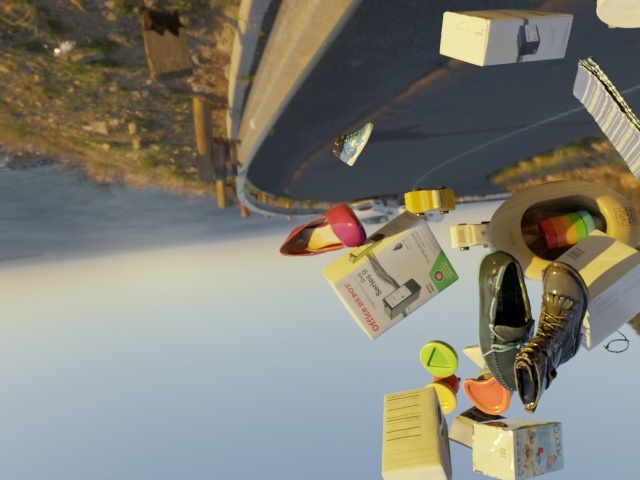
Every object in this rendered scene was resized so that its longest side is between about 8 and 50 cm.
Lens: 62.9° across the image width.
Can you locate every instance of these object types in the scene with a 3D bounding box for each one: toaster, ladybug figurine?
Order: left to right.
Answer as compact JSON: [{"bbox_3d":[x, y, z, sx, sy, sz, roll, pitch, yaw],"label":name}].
[{"bbox_3d":[0.576,0.684,1.878,0.185,0.110,0.168,14,-173,38],"label":"toaster"},{"bbox_3d":[0.708,-0.018,1.548,0.449,0.305,0.162,-8,162,0],"label":"ladybug figurine"}]

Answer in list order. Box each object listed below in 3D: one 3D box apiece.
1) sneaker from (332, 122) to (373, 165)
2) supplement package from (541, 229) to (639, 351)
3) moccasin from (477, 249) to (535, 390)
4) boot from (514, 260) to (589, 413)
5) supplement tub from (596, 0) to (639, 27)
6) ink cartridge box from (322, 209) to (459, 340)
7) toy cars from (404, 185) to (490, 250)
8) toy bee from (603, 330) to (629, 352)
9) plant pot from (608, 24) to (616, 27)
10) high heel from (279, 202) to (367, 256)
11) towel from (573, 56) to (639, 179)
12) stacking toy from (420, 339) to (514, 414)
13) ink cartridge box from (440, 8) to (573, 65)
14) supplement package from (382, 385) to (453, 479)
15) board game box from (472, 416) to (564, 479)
[{"bbox_3d":[0.088,-0.292,1.518,0.084,0.058,0.152,29,137,-4],"label":"sneaker"},{"bbox_3d":[0.685,0.125,1.318,0.194,0.203,0.149,-33,-139,-10],"label":"supplement package"},{"bbox_3d":[0.434,0.198,1.231,0.137,0.342,0.117,-15,-175,-6],"label":"moccasin"},{"bbox_3d":[0.472,0.198,1.085,0.091,0.263,0.229,6,-156,45],"label":"boot"},{"bbox_3d":[0.591,-0.514,0.958,0.144,0.200,0.144,14,174,2],"label":"supplement tub"},{"bbox_3d":[0.184,0.092,1.387,0.289,0.211,0.121,-36,-160,-2],"label":"ink cartridge box"},{"bbox_3d":[0.489,-0.082,1.888,0.393,0.176,0.087,36,170,-5],"label":"toy cars"},{"bbox_3d":[0.915,0.195,1.672,0.195,0.162,0.298,-30,-168,9],"label":"toy bee"},{"bbox_3d":[0.709,-0.554,1.248,0.083,0.079,0.083,-20,-158,8],"label":"plant pot"},{"bbox_3d":[0.000,0.000,1.407,0.181,0.127,0.377,-32,-177,-12],"label":"high heel"},{"bbox_3d":[0.813,-0.334,1.460,0.040,0.336,0.243,-31,164,14],"label":"towel"},{"bbox_3d":[0.498,0.445,1.794,0.308,0.280,0.130,-7,-164,35],"label":"stacking toy"},{"bbox_3d":[0.555,-0.622,1.587,0.307,0.129,0.223,-11,-149,-19],"label":"ink cartridge box"},{"bbox_3d":[0.228,0.484,1.231,0.133,0.139,0.244,-15,-156,15],"label":"supplement package"},{"bbox_3d":[0.608,0.632,1.607,0.275,0.144,0.142,10,167,-37],"label":"board game box"}]
